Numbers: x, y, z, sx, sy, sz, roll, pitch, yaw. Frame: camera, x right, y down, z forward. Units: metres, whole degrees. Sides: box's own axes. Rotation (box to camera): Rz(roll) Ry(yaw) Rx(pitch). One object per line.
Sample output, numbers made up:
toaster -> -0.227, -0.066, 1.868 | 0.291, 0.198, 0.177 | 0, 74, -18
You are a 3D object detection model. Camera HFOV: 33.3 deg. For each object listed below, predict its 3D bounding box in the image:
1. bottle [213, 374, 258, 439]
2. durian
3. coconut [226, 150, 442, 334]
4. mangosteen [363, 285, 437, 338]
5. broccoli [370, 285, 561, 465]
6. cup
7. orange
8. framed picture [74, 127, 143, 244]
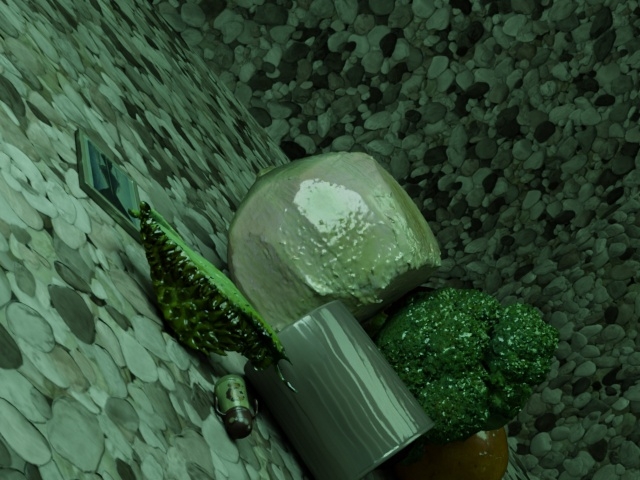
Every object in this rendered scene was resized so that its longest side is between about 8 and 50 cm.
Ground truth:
bottle -> -0.120, 0.241, 1.538 | 0.101, 0.063, 0.047 | -113, -168, -49
durian -> -0.174, 0.099, 1.617 | 0.375, 0.107, 0.132 | 50, 7, -12
coconut -> 0.000, 0.000, 2.047 | 0.404, 0.405, 0.404 | 52, 9, -11
mangosteen -> 0.183, 0.238, 2.430 | 0.360, 0.306, 0.306 | 27, 14, -11
broccoli -> 0.229, 0.238, 1.993 | 0.321, 0.413, 0.310 | 52, 14, 27
cup -> 0.050, 0.250, 1.758 | 0.288, 0.208, 0.273 | -26, 74, -43
orange -> 0.259, 0.424, 2.175 | 0.246, 0.246, 0.246 | 52, 9, -11
framed picture -> -0.347, -0.092, 1.768 | 0.150, 0.015, 0.203 | 47, 10, -32
